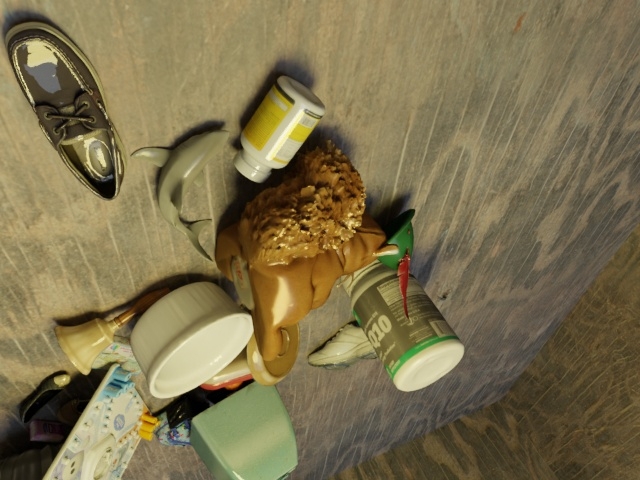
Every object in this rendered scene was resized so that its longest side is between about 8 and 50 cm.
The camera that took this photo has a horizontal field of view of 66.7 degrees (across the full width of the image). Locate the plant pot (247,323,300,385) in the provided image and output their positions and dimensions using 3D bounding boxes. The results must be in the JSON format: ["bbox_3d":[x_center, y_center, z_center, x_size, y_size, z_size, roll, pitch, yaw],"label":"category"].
[{"bbox_3d":[-0.117,0.279,1.333,0.032,0.236,0.236,-1,154,29],"label":"plant pot"}]

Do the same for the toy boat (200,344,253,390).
[{"bbox_3d":[-0.244,0.357,1.361,0.231,0.151,0.151,-11,126,-23],"label":"toy boat"}]

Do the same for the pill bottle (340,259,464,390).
[{"bbox_3d":[0.209,0.205,1.335,0.204,0.361,0.204,-18,141,-16],"label":"pill bottle"}]

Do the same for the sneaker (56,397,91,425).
[{"bbox_3d":[-0.615,0.474,1.326,0.071,0.066,0.188,-38,143,8],"label":"sneaker"}]

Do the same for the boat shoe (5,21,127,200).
[{"bbox_3d":[-0.366,-0.178,0.734,0.103,0.092,0.285,-20,142,-13],"label":"boat shoe"}]

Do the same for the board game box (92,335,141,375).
[{"bbox_3d":[-0.497,0.293,1.233,0.103,0.026,0.154,-41,142,14],"label":"board game box"}]

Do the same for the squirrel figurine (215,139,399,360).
[{"bbox_3d":[0.000,0.000,1.049,0.371,0.281,0.397,-17,144,-27],"label":"squirrel figurine"}]

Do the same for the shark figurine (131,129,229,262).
[{"bbox_3d":[-0.261,-0.071,0.914,0.166,0.116,0.278,-6,134,-27],"label":"shark figurine"}]

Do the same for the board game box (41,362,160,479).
[{"bbox_3d":[-0.550,0.567,1.228,0.050,0.390,0.390,15,142,8],"label":"board game box"}]

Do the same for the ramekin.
[{"bbox_3d":[-0.305,0.226,1.148,0.277,0.135,0.277,-35,155,-19],"label":"ramekin"}]

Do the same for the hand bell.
[{"bbox_3d":[-0.447,0.180,1.099,0.242,0.126,0.126,-32,144,-18],"label":"hand bell"}]

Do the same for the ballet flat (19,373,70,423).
[{"bbox_3d":[-0.676,0.388,1.201,0.173,0.049,0.057,-41,142,13],"label":"ballet flat"}]

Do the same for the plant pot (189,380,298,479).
[{"bbox_3d":[-0.199,0.582,1.384,0.247,0.252,0.247,-25,155,-30],"label":"plant pot"}]

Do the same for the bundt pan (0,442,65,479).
[{"bbox_3d":[-0.756,0.644,1.335,0.331,0.124,0.331,-14,154,-7],"label":"bundt pan"}]

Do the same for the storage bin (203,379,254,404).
[{"bbox_3d":[-0.281,0.446,1.506,0.122,0.084,0.180,-28,143,-4],"label":"storage bin"}]

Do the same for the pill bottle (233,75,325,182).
[{"bbox_3d":[-0.082,-0.199,0.895,0.103,0.103,0.184,16,123,-44],"label":"pill bottle"}]

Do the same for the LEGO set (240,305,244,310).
[{"bbox_3d":[-0.243,0.197,1.306,0.083,0.023,0.054,-19,145,-36],"label":"LEGO set"}]

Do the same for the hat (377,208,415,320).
[{"bbox_3d":[0.227,0.052,1.264,0.208,0.183,0.173,-44,-174,3],"label":"hat"}]

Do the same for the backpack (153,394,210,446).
[{"bbox_3d":[-0.440,0.585,1.530,0.173,0.117,0.158,-33,143,5],"label":"backpack"}]

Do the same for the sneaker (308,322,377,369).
[{"bbox_3d":[0.088,0.356,1.638,0.297,0.129,0.111,-24,148,22],"label":"sneaker"}]

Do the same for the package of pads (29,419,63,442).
[{"bbox_3d":[-0.733,0.511,1.301,0.032,0.050,0.083,-38,142,11],"label":"package of pads"}]
